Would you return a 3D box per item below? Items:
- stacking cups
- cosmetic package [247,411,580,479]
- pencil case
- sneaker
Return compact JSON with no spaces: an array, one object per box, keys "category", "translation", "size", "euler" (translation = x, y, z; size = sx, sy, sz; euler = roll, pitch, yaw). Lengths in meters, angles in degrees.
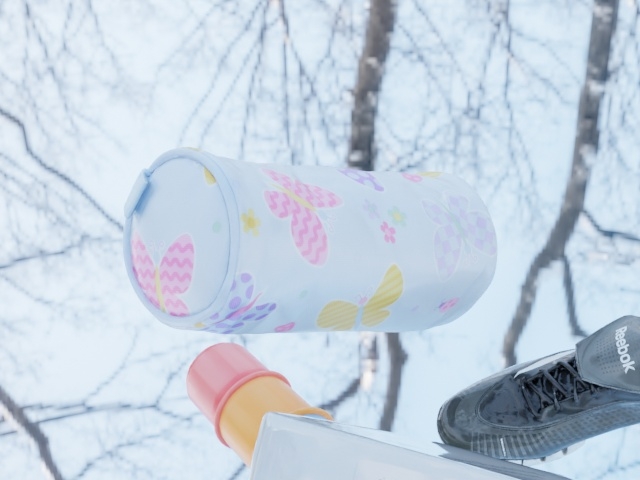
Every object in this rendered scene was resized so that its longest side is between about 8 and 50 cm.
[{"category":"stacking cups","translation":[0.003,0.173,1.033],"size":[0.096,0.096,0.316],"euler":[-20,-142,-24]},{"category":"cosmetic package","translation":[0.066,0.179,0.646],"size":[0.183,0.151,0.151],"euler":[8,173,46]},{"category":"pencil case","translation":[0.000,0.000,0.920],"size":[0.273,0.113,0.124],"euler":[1,-128,-47]},{"category":"sneaker","translation":[0.197,0.099,0.972],"size":[0.234,0.106,0.078],"euler":[-9,-124,-6]}]
